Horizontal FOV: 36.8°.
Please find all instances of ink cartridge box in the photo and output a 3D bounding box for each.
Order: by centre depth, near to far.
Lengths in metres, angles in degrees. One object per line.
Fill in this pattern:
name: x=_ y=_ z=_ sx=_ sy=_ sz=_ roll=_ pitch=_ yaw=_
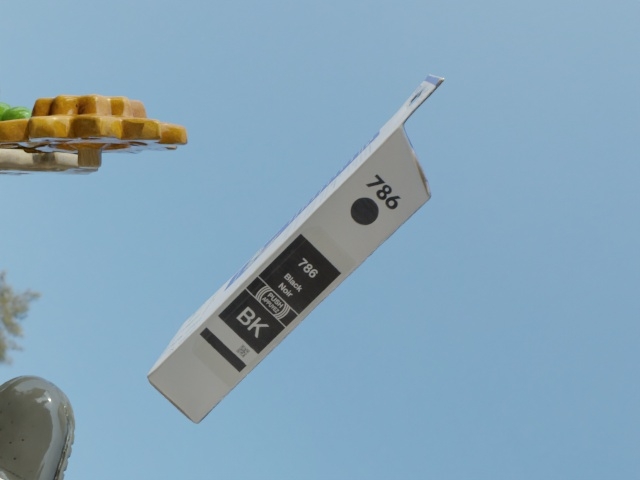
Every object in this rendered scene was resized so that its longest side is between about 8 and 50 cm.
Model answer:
ink cartridge box: x=0.000 y=0.000 z=0.812 sx=0.065 sy=0.165 sz=0.332 roll=43 pitch=-79 yaw=-5

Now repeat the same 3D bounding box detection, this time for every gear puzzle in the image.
gear puzzle: x=-0.218 y=-0.057 z=0.482 sx=0.339 sy=0.175 sz=0.044 roll=2 pitch=-88 yaw=30

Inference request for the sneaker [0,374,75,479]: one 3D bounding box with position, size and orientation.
sneaker: x=-0.306 y=0.203 z=0.654 sx=0.123 sy=0.330 sz=0.146 roll=13 pitch=-38 yaw=36
